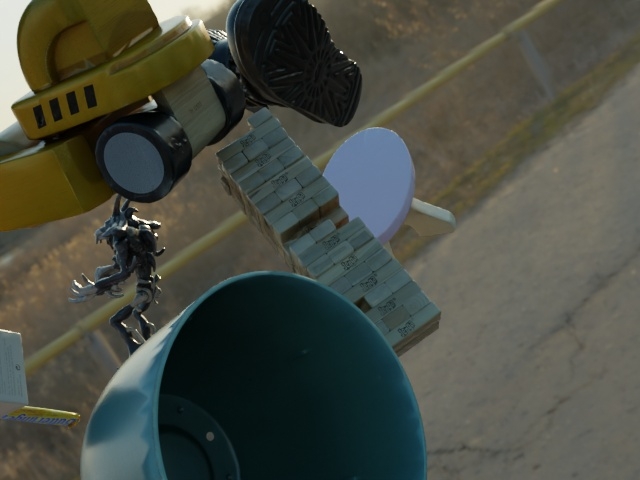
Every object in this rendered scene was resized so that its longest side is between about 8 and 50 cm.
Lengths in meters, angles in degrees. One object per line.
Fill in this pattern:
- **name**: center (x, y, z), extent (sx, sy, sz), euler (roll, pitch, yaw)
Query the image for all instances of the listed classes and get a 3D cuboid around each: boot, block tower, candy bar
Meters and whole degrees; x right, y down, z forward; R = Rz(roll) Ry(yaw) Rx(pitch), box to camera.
- **boot**: center (-0.114, -0.264, 1.520), extent (0.131, 0.260, 0.348), euler (-68, -25, -8)
- **block tower**: center (0.000, 0.000, 1.271), extent (0.097, 0.335, 0.091), euler (-34, -21, -12)
- **candy bar**: center (-0.477, 0.294, 1.792), extent (0.161, 0.018, 0.040), euler (17, -44, -40)

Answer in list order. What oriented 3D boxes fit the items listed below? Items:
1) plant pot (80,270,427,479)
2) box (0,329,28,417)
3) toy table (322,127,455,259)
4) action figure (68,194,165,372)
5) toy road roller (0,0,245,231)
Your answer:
- **plant pot**: center (-0.087, 0.204, 0.995), extent (0.235, 0.293, 0.293), euler (-29, 8, 45)
- **box**: center (-0.438, 0.154, 1.197), extent (0.130, 0.091, 0.170), euler (-25, -27, 26)
- **toy table**: center (0.101, -0.051, 1.927), extent (0.252, 0.161, 0.274), euler (1, 54, 28)
- **action figure**: center (-0.305, 0.063, 1.634), extent (0.140, 0.276, 0.164), euler (-10, 1, 16)
- **toy road roller**: center (-0.267, -0.169, 1.203), extent (0.329, 0.241, 0.202), euler (-14, 23, 29)
